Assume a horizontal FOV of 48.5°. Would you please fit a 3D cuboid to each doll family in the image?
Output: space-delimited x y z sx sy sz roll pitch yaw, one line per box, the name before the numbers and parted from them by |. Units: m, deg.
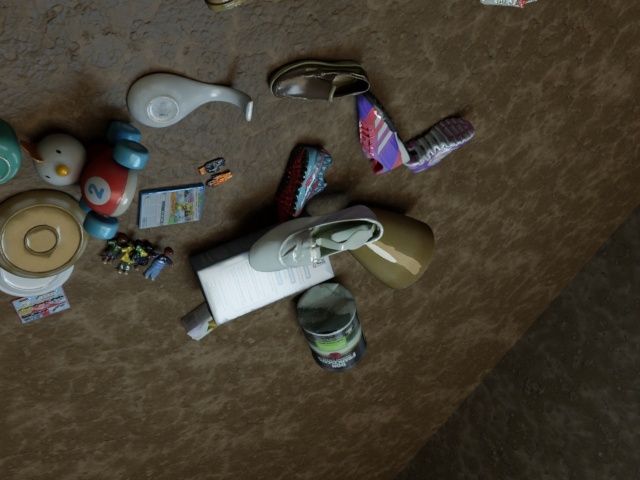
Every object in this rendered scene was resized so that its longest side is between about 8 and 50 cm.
doll family | -0.476 0.040 1.883 0.193 0.076 0.111 16 118 -51

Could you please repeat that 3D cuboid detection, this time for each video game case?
video game case | -0.387 -0.089 1.844 0.167 0.015 0.119 -10 137 -27

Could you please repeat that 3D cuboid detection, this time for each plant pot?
plant pot | 0.183 -0.005 2.209 0.254 0.237 0.237 29 113 -33
plant pot | -0.658 -0.007 1.673 0.237 0.032 0.236 -15 124 -23

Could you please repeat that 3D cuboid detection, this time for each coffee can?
coffee can | 0.041 0.301 2.442 0.202 0.201 0.275 -27 142 -8

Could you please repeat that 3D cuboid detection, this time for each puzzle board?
puzzle board | -0.739 0.171 1.884 0.128 0.011 0.096 -20 142 -18

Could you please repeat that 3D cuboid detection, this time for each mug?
mug | -0.695 -0.167 1.462 0.158 0.097 0.129 -40 143 10

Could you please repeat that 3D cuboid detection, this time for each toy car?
toy car | -0.528 -0.155 1.531 0.238 0.210 0.219 16 112 -31

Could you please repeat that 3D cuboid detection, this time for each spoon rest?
spoon rest | -0.298 -0.316 1.618 0.277 0.084 0.137 -1 133 -17

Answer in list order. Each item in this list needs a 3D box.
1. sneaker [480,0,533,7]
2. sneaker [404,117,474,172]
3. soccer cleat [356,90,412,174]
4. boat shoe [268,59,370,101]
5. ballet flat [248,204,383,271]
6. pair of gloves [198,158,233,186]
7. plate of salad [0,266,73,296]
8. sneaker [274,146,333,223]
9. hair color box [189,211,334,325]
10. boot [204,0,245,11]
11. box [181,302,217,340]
sneaker | 0.486 -0.628 1.820 0.161 0.075 0.057 -15 140 -23
sneaker | 0.347 -0.275 2.114 0.237 0.095 0.104 -28 150 1
soccer cleat | 0.151 -0.288 1.941 0.117 0.108 0.318 -33 146 6
boat shoe | 0.006 -0.383 1.729 0.258 0.095 0.095 -15 140 -22
ballet flat | 0.000 0.000 1.955 0.401 0.139 0.139 -19 141 -24
pair of gloves | -0.271 -0.175 1.836 0.074 0.010 0.083 -27 140 -6
plate of salad | -0.710 0.055 1.743 0.200 0.048 0.199 -15 130 -18
sneaker | -0.037 -0.139 1.970 0.125 0.104 0.261 -5 136 -35
hair color box | -0.167 0.077 2.058 0.375 0.113 0.185 -22 116 -13
boot | -0.179 -0.609 1.357 0.236 0.089 0.269 -41 144 -6
box | -0.279 0.186 2.191 0.324 0.067 0.063 -37 143 4
